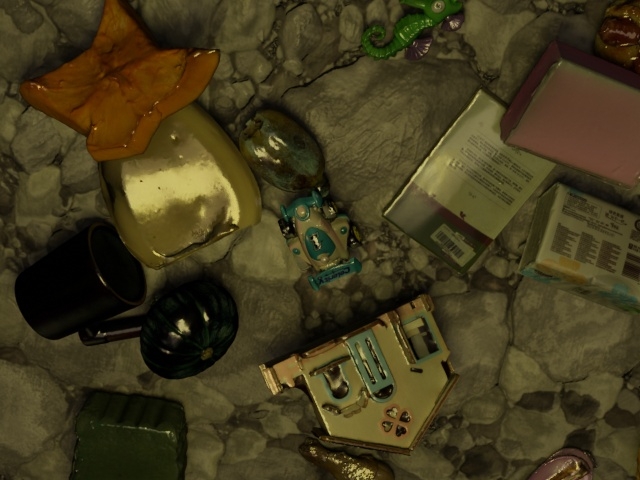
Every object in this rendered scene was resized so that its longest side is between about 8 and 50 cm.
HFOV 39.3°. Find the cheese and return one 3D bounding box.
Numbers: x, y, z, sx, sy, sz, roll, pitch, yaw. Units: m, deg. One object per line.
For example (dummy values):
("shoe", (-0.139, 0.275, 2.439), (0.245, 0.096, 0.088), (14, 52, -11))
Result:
("cheese", (-0.269, -0.121, 1.554), (0.259, 0.128, 0.316), (-30, 102, -1))

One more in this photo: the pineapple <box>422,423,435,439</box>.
("pineapple", (0.115, 0.320, 1.697), (0.221, 0.103, 0.083), (20, 73, -4))

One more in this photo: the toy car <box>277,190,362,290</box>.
("toy car", (0.000, 0.000, 1.576), (0.126, 0.098, 0.161), (-24, 134, 8))

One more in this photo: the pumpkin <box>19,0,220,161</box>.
("pumpkin", (-0.320, -0.258, 1.450), (0.290, 0.095, 0.258), (38, 90, 28))

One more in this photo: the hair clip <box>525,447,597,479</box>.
("hair clip", (0.403, 0.544, 1.782), (0.358, 0.095, 0.110), (-38, 68, 4))

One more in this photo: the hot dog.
("hot dog", (0.562, -0.327, 1.474), (0.213, 0.103, 0.146), (7, 110, 1))

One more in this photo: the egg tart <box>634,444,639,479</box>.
("egg tart", (0.750, 0.442, 1.711), (0.290, 0.115, 0.290), (1, 109, 3))

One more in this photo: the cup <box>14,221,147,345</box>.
("cup", (-0.412, 0.111, 1.609), (0.177, 0.166, 0.239), (-28, 104, 13))

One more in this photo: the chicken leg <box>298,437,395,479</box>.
("chicken leg", (0.047, 0.447, 1.755), (0.197, 0.069, 0.085), (26, 105, 1))

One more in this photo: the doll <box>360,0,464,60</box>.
("doll", (0.152, -0.359, 1.490), (0.190, 0.050, 0.115), (-35, 123, 28))

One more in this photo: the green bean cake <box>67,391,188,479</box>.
("green bean cake", (-0.370, 0.415, 1.725), (0.222, 0.125, 0.227), (7, 110, -3))

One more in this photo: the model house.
("model house", (0.086, 0.264, 1.570), (0.326, 0.169, 0.244), (-23, 90, -13))

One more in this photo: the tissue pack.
("tissue pack", (0.476, 0.023, 1.584), (0.229, 0.145, 0.159), (21, 74, -6))

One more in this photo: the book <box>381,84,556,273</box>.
("book", (0.269, -0.101, 1.592), (0.201, 0.026, 0.289), (36, 105, -10))

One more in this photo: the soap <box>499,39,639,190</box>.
("soap", (0.451, -0.203, 1.487), (0.259, 0.081, 0.181), (18, 128, -12))

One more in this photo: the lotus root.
("lotus root", (-0.056, -0.143, 1.554), (0.192, 0.088, 0.113), (41, 101, -23))

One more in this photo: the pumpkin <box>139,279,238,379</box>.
("pumpkin", (-0.235, 0.163, 1.614), (0.194, 0.150, 0.194), (-10, 125, -14))
